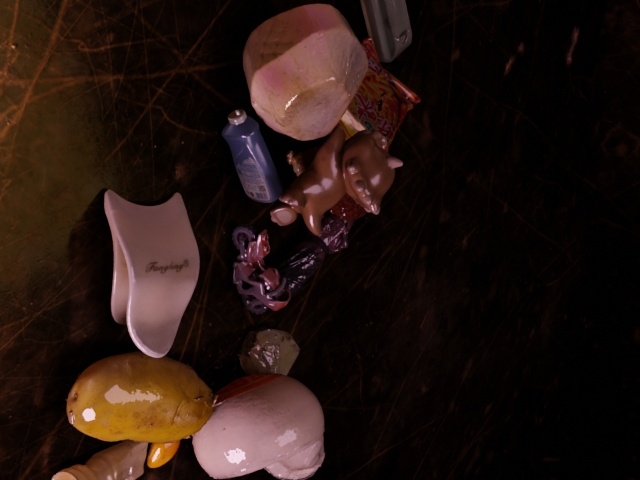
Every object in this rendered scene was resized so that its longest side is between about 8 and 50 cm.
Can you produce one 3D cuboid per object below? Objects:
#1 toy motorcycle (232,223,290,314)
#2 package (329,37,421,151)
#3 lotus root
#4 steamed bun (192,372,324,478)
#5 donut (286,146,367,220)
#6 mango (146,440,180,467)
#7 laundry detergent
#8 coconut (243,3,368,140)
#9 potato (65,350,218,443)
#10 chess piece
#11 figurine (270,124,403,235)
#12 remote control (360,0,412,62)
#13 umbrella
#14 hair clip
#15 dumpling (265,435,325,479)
[{"bbox_3d":[-0.122,0.066,1.576,0.084,0.118,0.213,-41,133,-48],"label":"toy motorcycle"},{"bbox_3d":[0.106,-0.289,1.708,0.223,0.108,0.288,46,59,-27],"label":"package"},{"bbox_3d":[-0.116,0.260,1.699,0.144,0.070,0.143,45,68,-49],"label":"lotus root"},{"bbox_3d":[-0.137,0.372,1.575,0.283,0.283,0.177,-16,83,-48],"label":"steamed bun"},{"bbox_3d":[0.027,-0.128,1.659,0.144,0.126,0.187,-26,141,-3],"label":"donut"},{"bbox_3d":[-0.321,0.422,1.529,0.089,0.046,0.060,-52,138,-6],"label":"mango"},{"bbox_3d":[-0.138,-0.170,1.478,0.061,0.096,0.206,-39,133,-23],"label":"laundry detergent"},{"bbox_3d":[-0.030,-0.330,1.461,0.259,0.259,0.259,-24,122,-45],"label":"coconut"},{"bbox_3d":[-0.323,0.292,1.393,0.300,0.140,0.173,23,88,-46],"label":"potato"},{"bbox_3d":[-0.398,0.434,1.415,0.200,0.090,0.090,-19,119,-60],"label":"chess piece"},{"bbox_3d":[0.048,-0.106,1.499,0.247,0.173,0.177,-52,-177,-19],"label":"figurine"},{"bbox_3d":[0.141,-0.572,1.699,0.128,0.065,0.335,-45,135,-29],"label":"remote control"},{"bbox_3d":[0.000,0.000,1.726,0.326,0.094,0.090,-50,120,-27],"label":"umbrella"},{"bbox_3d":[-0.303,0.058,1.347,0.172,0.113,0.282,0,103,-52],"label":"hair clip"},{"bbox_3d":[-0.083,0.462,1.787,0.172,0.142,0.247,-17,106,-13],"label":"dumpling"}]
